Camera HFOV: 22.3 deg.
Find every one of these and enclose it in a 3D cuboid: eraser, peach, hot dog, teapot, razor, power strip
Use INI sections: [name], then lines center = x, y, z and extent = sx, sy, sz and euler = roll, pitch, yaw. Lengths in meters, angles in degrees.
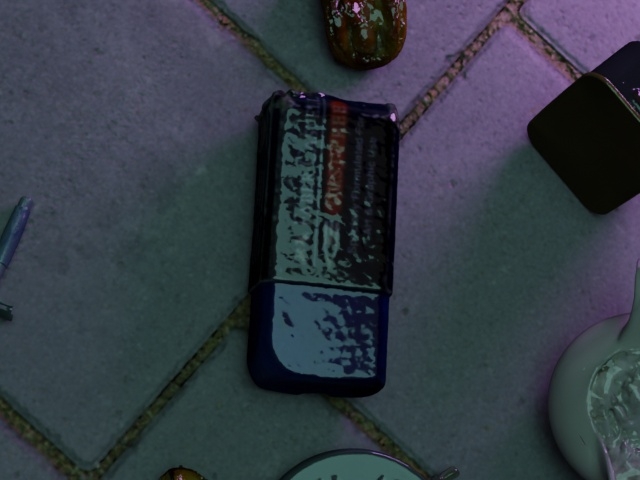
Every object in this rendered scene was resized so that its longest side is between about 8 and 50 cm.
[eraser]
center = 0.000, 0.000, 1.780
extent = 0.155, 0.101, 0.332
euler = 6, 74, -11
[peach]
center = -0.144, 0.283, 1.700
extent = 0.083, 0.050, 0.077
euler = 48, 47, -9
[hot dog]
center = 0.047, -0.271, 1.879
extent = 0.099, 0.065, 0.147
euler = -6, 80, -5
[teapot]
center = 0.351, 0.169, 1.784
extent = 0.204, 0.139, 0.298
euler = -3, 80, 13
[razor]
center = -0.337, 0.013, 1.731
extent = 0.068, 0.040, 0.135
euler = 21, 68, -8
[power strip]
center = 0.041, 0.304, 1.740
extent = 0.253, 0.054, 0.167
euler = -13, 81, -15

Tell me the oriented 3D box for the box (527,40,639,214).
[box]
center = 0.339, -0.130, 1.845
extent = 0.090, 0.201, 0.144
euler = -40, 87, -23
